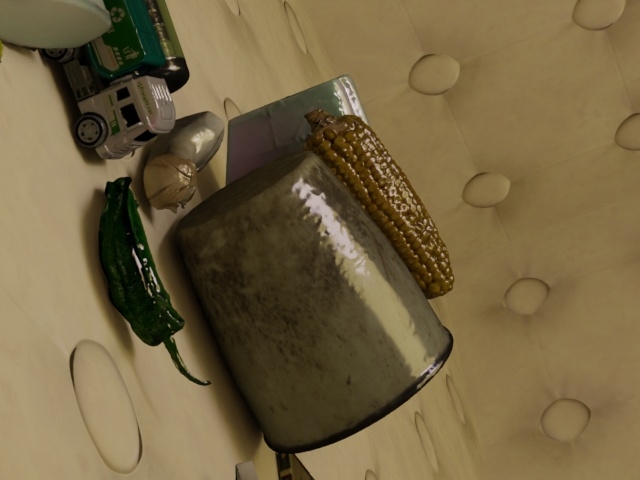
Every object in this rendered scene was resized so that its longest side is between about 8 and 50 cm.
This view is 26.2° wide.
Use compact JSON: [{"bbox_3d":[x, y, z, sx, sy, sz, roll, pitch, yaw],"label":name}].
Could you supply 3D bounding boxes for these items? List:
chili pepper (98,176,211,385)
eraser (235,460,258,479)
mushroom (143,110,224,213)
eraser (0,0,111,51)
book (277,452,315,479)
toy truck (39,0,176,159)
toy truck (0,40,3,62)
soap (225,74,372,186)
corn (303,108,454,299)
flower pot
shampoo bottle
[{"bbox_3d":[-0.205,0.034,1.544,0.122,0.065,0.279,39,27,-62],"label":"chili pepper"},{"bbox_3d":[-0.069,0.342,1.580,0.150,0.023,0.104,-115,-160,-44],"label":"eraser"},{"bbox_3d":[-0.189,-0.106,1.834,0.223,0.092,0.081,-66,151,-65],"label":"mushroom"},{"bbox_3d":[-0.343,-0.363,1.508,0.189,0.104,0.290,-1,69,-62],"label":"eraser"},{"bbox_3d":[-0.008,0.419,1.895,0.231,0.026,0.161,-100,165,-46],"label":"book"},{"bbox_3d":[-0.260,-0.229,1.637,0.253,0.124,0.114,67,13,1],"label":"toy truck"},{"bbox_3d":[-0.342,-0.162,1.252,0.111,0.076,0.077,37,53,-69],"label":"toy truck"},{"bbox_3d":[0.000,0.000,2.096,0.156,0.261,0.446,-58,127,-77],"label":"soap"},{"bbox_3d":[0.079,-0.051,1.941,0.322,0.119,0.119,55,12,-5],"label":"corn"},{"bbox_3d":[-0.026,0.070,1.839,0.330,0.293,0.293,59,12,-11],"label":"flower pot"},{"bbox_3d":[-0.264,-0.330,1.847,0.101,0.101,0.284,21,49,-76],"label":"shampoo bottle"}]
